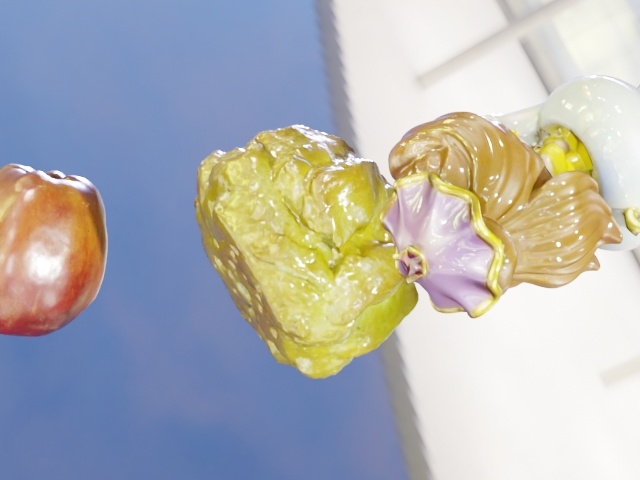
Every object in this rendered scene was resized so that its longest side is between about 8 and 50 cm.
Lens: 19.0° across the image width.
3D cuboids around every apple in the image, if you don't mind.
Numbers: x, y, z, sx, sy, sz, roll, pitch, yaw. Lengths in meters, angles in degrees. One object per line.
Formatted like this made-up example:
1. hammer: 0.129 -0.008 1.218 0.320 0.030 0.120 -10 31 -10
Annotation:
1. apple: -0.280 0.008 1.854 0.156 0.158 0.147 6 -159 -40

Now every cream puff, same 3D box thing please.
1. cream puff: -0.013 0.006 1.764 0.244 0.196 0.244 57 -166 -24

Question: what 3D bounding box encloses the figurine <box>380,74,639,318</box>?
1. figurine: 0.157 -0.036 1.403 0.189 0.263 0.142 40 142 49
